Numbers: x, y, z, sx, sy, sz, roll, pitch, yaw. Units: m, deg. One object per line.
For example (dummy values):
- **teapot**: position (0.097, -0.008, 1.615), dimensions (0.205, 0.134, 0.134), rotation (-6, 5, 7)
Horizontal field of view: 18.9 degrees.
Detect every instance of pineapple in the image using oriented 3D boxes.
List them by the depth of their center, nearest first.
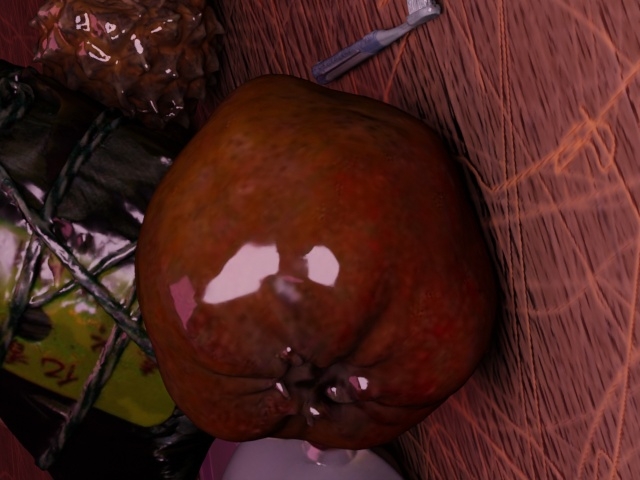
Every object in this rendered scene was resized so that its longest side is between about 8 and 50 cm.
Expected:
- **pineapple**: position (-0.154, -0.148, 1.547), dimensions (0.193, 0.166, 0.166), rotation (94, 158, -57)

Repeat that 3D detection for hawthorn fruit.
- **hawthorn fruit**: position (0.000, 0.000, 1.126), dimensions (0.248, 0.208, 0.208), rotation (-84, 0, -48)

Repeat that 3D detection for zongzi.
- **zongzi**: position (-0.180, 0.069, 1.406), dimensions (0.319, 0.383, 0.362), rotation (-44, -24, -60)

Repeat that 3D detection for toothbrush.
- **toothbrush**: position (0.032, -0.126, 1.201), dimensions (0.219, 0.016, 0.019), rotation (158, 102, -72)

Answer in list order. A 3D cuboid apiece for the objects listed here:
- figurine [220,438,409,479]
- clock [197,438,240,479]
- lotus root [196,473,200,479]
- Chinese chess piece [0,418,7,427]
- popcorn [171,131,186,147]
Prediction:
- **figurine**: position (0.028, 0.216, 1.266), dimensions (0.274, 0.133, 0.194), rotation (46, 157, 37)
- **clock**: position (-0.050, 0.231, 1.597), dimensions (0.150, 0.063, 0.197), rotation (-152, 53, -68)
- **lotus root**: position (-0.112, 0.195, 1.728), dimensions (0.108, 0.094, 0.190), rotation (39, 147, 7)
- **Chinese chess piece**: position (-0.287, 0.034, 2.010), dimensions (0.338, 0.141, 0.338), rotation (19, 112, 61)
- **popcorn**: position (-0.194, -0.010, 1.685), dimensions (0.183, 0.204, 0.221), rotation (125, 145, -66)
